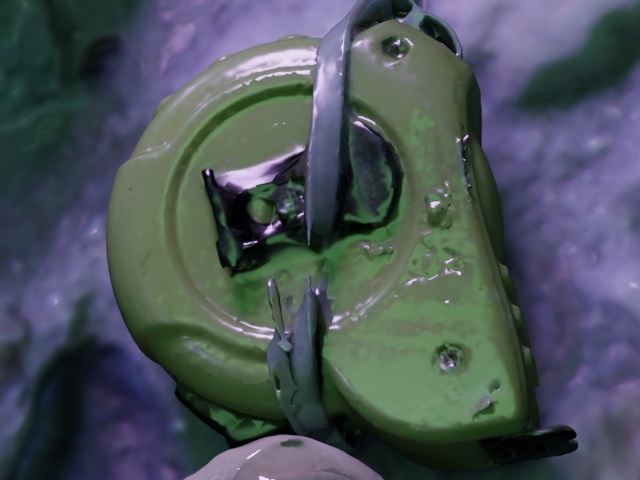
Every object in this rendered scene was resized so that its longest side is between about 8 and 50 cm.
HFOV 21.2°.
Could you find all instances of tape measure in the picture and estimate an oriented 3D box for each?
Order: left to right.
[{"bbox_3d":[0.000,0.000,0.616,0.154,0.087,0.177,-12,69,9],"label":"tape measure"}]

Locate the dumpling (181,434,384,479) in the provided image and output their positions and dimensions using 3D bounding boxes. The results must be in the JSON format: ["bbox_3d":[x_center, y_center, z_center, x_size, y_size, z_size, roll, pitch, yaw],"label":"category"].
[{"bbox_3d":[-0.076,0.258,0.523,0.315,0.233,0.395,48,71,-11],"label":"dumpling"}]
